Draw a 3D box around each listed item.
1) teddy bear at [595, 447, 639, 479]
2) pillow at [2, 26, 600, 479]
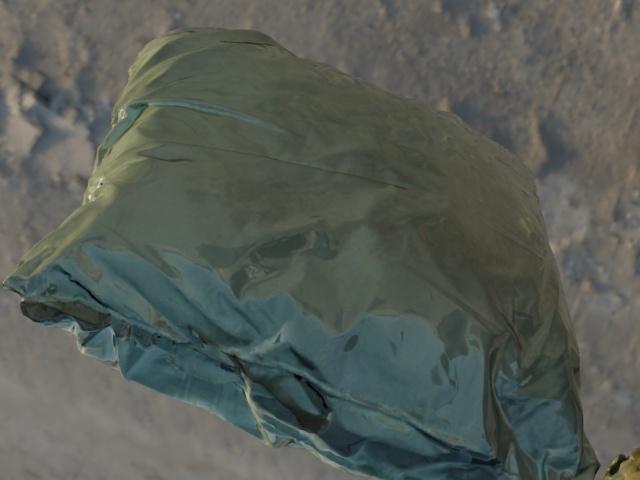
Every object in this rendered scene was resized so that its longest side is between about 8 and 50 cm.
[{"bbox_3d":[0.266,0.216,0.845,0.256,0.156,0.267,36,103,-15],"label":"teddy bear"},{"bbox_3d":[0.000,0.000,0.778,0.283,0.310,0.138,21,120,-9],"label":"pillow"}]
